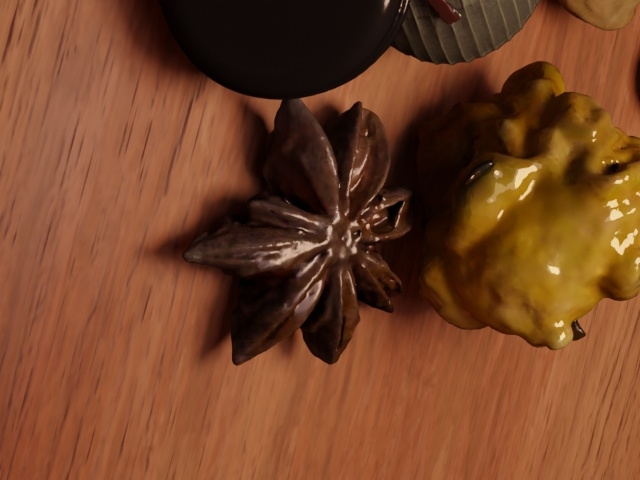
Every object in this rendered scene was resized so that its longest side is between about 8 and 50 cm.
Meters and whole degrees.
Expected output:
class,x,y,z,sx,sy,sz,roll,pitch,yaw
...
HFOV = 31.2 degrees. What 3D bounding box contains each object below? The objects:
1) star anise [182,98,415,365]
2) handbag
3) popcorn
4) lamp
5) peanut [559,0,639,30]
class,x,y,z,sx,sy,sz,roll,pitch,yaw
star anise,-0.012,-0.010,1.202,0.315,0.108,0.315,-7,102,-35
handbag,-0.041,-0.281,1.059,0.093,0.254,0.308,-65,144,-68
popcorn,0.221,-0.035,1.275,0.297,0.316,0.281,-46,148,7
lamp,0.130,-0.316,1.182,0.233,0.233,0.265,-21,95,-35
peanut,0.401,-0.444,1.425,0.192,0.169,0.387,26,80,-32
